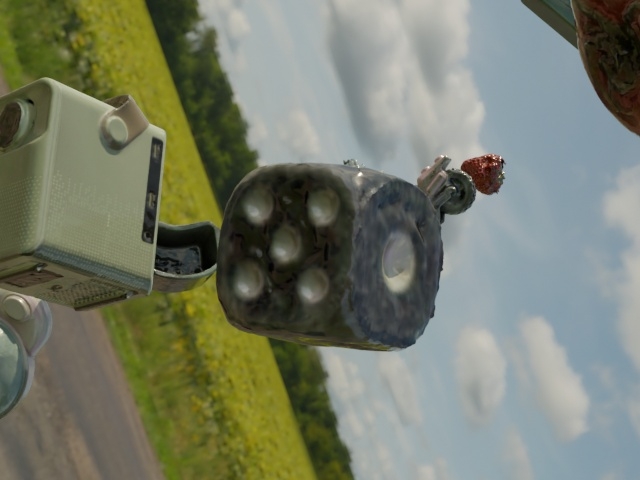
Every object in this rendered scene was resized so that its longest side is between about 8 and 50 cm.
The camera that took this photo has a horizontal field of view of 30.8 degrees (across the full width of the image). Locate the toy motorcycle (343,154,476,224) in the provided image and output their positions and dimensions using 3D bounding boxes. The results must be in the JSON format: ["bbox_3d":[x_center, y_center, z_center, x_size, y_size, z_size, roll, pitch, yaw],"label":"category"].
[{"bbox_3d":[0.116,-0.074,1.926,0.204,0.239,0.108,52,-1,13],"label":"toy motorcycle"}]

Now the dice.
[{"bbox_3d":[0.010,0.021,1.221,0.182,0.183,0.181,21,75,-55],"label":"dice"}]

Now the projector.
[{"bbox_3d":[-0.283,-0.056,1.292,0.177,0.163,0.242,25,62,-46],"label":"projector"}]

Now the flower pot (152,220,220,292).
[{"bbox_3d":[-0.272,0.018,1.804,0.108,0.229,0.103,138,-43,-67],"label":"flower pot"}]

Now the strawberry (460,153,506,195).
[{"bbox_3d":[0.281,-0.116,2.029,0.073,0.083,0.073,-27,121,-59],"label":"strawberry"}]

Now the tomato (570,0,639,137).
[{"bbox_3d":[0.314,-0.189,0.932,0.232,0.189,0.232,54,-19,29],"label":"tomato"}]

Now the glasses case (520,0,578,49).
[{"bbox_3d":[0.397,-0.333,1.798,0.184,0.039,0.078,37,-2,-11],"label":"glasses case"}]

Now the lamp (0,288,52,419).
[{"bbox_3d":[-0.505,0.171,1.731,0.179,0.246,0.108,40,-3,0],"label":"lamp"}]
